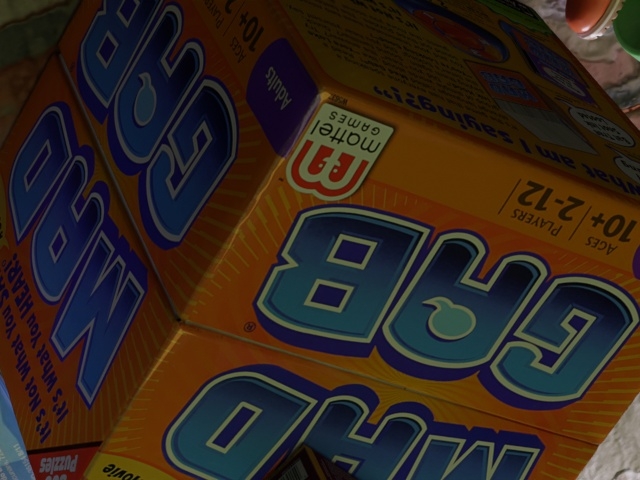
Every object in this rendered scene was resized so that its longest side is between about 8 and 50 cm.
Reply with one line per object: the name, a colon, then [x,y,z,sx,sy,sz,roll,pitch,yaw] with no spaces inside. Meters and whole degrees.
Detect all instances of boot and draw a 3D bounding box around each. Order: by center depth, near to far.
boot: [0.205,-0.235,1.537,0.084,0.059,0.158,3,113,-20]

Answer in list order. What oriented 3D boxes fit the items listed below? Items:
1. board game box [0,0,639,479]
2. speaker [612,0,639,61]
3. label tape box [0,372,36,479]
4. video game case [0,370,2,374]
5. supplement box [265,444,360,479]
board game box: [0.000,0.000,1.419,0.356,0.356,0.356,19,115,-32]
speaker: [0.388,-0.168,1.612,0.296,0.131,0.131,13,117,-29]
label tape box: [-0.400,0.161,1.478,0.334,0.106,0.240,-29,115,-9]
video game case: [-0.206,0.186,1.617,0.227,0.026,0.206,-37,103,9]
supplement box: [0.003,0.180,1.289,0.055,0.043,0.083,-45,128,12]
